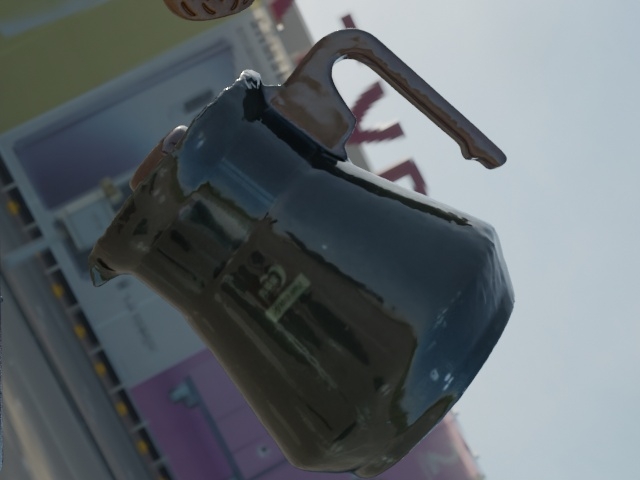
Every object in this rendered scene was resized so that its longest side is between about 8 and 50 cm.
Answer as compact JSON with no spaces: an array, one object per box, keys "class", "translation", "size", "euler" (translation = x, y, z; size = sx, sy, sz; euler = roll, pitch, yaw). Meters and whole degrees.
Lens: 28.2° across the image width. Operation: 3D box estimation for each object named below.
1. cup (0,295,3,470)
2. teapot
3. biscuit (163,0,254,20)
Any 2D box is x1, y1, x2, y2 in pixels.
[{"class":"cup","translation":[-0.245,0.053,0.663],"size":[0.131,0.176,0.155],"euler":[-42,133,-61]},{"class":"teapot","translation":[0.000,0.000,1.245],"size":[0.362,0.376,0.305],"euler":[39,-4,-5]},{"class":"biscuit","translation":[-0.099,-0.232,1.113],"size":[0.015,0.091,0.078],"euler":[-5,-76,69]}]
